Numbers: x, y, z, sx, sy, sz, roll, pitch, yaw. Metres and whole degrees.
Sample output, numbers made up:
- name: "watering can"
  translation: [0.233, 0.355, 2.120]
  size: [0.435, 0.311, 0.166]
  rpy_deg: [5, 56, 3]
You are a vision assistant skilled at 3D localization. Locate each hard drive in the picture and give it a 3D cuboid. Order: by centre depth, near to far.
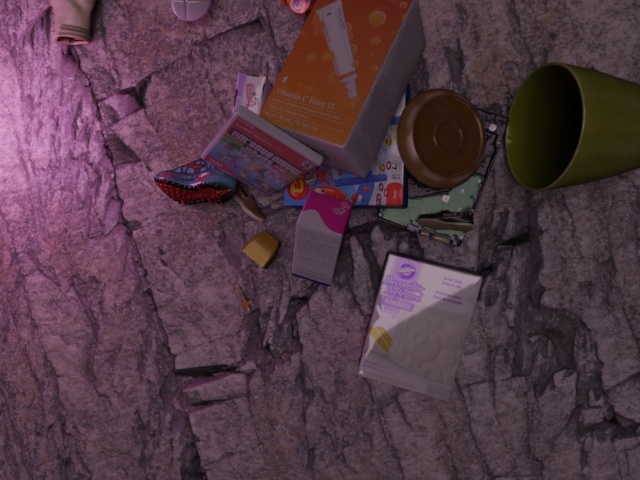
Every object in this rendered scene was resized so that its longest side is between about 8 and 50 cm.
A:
- name: "hard drive"
  translation: [0.301, -0.179, 1.106]
  size: [0.237, 0.064, 0.339]
  rpy_deg: [19, 96, 6]

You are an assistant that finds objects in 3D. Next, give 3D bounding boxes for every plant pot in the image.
- name: "plant pot"
  translation: [0.626, -0.250, 0.978]
  size: [0.293, 0.275, 0.275]
  rpy_deg: [-1, 94, -8]
- name: "plant pot"
  translation: [0.291, -0.239, 1.009]
  size: [0.236, 0.032, 0.236]
  rpy_deg: [0, 90, -16]
- name: "plant pot"
  translation: [-0.153, 0.021, 1.179]
  size: [0.081, 0.081, 0.083]
  rpy_deg: [40, 87, 3]

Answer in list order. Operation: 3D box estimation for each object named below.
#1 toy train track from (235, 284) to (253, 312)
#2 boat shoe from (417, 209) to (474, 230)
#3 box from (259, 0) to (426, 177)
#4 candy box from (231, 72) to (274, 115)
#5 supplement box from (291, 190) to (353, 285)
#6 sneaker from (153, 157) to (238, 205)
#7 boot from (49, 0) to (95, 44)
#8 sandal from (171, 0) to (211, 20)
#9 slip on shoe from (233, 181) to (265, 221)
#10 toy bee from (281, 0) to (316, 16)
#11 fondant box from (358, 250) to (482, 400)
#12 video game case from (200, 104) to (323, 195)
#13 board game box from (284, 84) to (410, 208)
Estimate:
- name: "toy train track"
  translation: [-0.217, 0.164, 1.229]
  size: [0.048, 0.014, 0.083]
  rpy_deg: [-28, 84, 16]
- name: "boat shoe"
  translation: [0.307, -0.051, 1.064]
  size: [0.133, 0.049, 0.042]
  rpy_deg: [4, 67, 14]
- name: "box"
  translation: [0.055, -0.347, 0.942]
  size: [0.215, 0.168, 0.345]
  rpy_deg: [23, 85, 23]
- name: "candy box"
  translation: [-0.160, -0.307, 1.092]
  size: [0.070, 0.196, 0.165]
  rpy_deg: [11, 94, 5]
- name: "supplement box"
  translation: [0.000, 0.000, 1.076]
  size: [0.114, 0.220, 0.111]
  rpy_deg: [16, 53, 6]
- name: "sneaker"
  translation: [-0.330, -0.169, 1.192]
  size: [0.262, 0.104, 0.125]
  rpy_deg: [6, 55, 21]
- name: "boot"
  translation: [-0.733, -0.642, 1.211]
  size: [0.213, 0.077, 0.165]
  rpy_deg: [12, 98, 6]
- name: "sandal"
  translation: [-0.332, -0.720, 1.146]
  size: [0.102, 0.076, 0.265]
  rpy_deg: [6, 108, -14]
- name: "slip on shoe"
  translation: [-0.198, -0.107, 1.189]
  size: [0.135, 0.051, 0.041]
  rpy_deg: [45, 103, 10]
- name: "toy bee"
  translation: [-0.038, -0.630, 1.073]
  size: [0.162, 0.195, 0.298]
  rpy_deg: [30, 110, 29]
- name: "fondant box"
  translation: [0.250, 0.215, 1.127]
  size: [0.238, 0.096, 0.330]
  rpy_deg: [14, 95, 7]
- name: "video game case"
  translation: [-0.146, -0.191, 0.999]
  size: [0.204, 0.285, 0.025]
  rpy_deg: [28, 69, -22]
- name: "board game box"
  translation: [0.066, -0.234, 1.085]
  size: [0.302, 0.086, 0.308]
  rpy_deg: [1, 90, 19]
